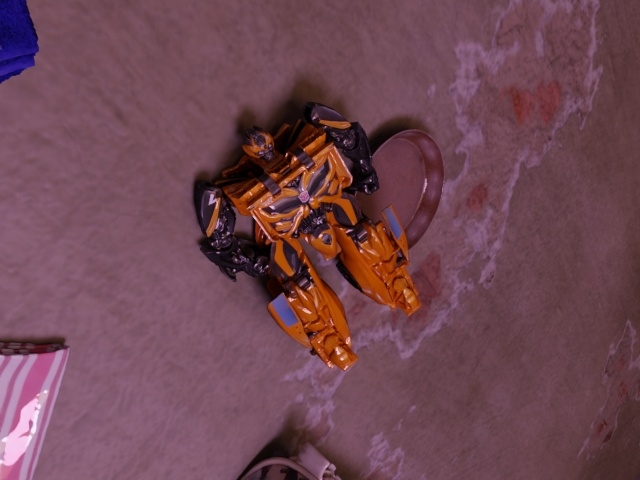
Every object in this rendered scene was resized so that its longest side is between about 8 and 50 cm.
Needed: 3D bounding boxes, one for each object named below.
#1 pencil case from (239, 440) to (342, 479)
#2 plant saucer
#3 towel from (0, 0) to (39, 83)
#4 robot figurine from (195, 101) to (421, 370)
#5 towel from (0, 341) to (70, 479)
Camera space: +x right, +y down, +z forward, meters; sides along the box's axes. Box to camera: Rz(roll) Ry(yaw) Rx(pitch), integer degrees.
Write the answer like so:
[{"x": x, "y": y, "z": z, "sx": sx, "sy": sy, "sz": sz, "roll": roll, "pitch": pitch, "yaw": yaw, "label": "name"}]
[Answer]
[{"x": 0.040, "y": 0.418, "z": 0.931, "sx": 0.183, "sy": 0.160, "sz": 0.410, "roll": -45, "pitch": 136, "yaw": 0, "label": "pencil case"}, {"x": 0.091, "y": -0.057, "z": 0.853, "sx": 0.168, "sy": 0.029, "sz": 0.168, "roll": -21, "pitch": 123, "yaw": -36, "label": "plant saucer"}, {"x": -0.285, "y": -0.133, "z": 0.329, "sx": 0.308, "sy": 0.076, "sz": 0.227, "roll": -47, "pitch": 145, "yaw": -45, "label": "towel"}, {"x": 0.000, "y": 0.000, "z": 0.729, "sx": 0.211, "sy": 0.085, "sz": 0.291, "roll": -40, "pitch": 130, "yaw": -11, "label": "robot figurine"}, {"x": -0.307, "y": 0.151, "z": 0.550, "sx": 0.197, "sy": 0.029, "sz": 0.144, "roll": 10, "pitch": 102, "yaw": -47, "label": "towel"}]
